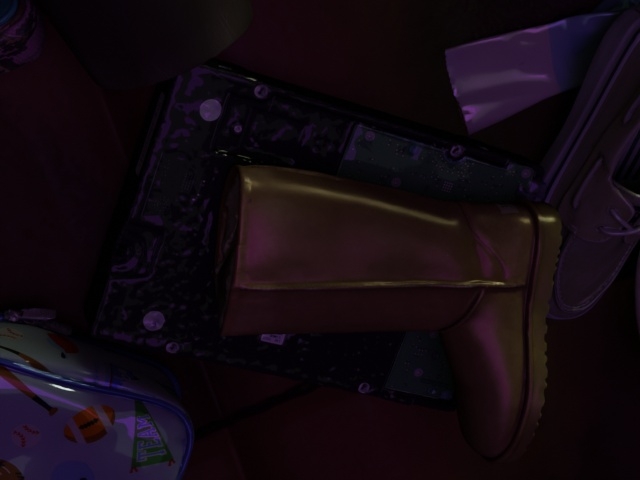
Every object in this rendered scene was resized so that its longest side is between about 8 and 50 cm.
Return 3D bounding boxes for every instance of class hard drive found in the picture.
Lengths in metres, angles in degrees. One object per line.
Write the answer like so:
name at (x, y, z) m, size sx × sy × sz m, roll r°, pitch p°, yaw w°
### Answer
hard drive at (0.000, 0.000, 1.027) m, size 0.339 × 0.064 × 0.237 m, roll 14°, pitch 105°, yaw -22°

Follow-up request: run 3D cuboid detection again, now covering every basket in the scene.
basket at (-0.144, -0.232, 0.846) m, size 0.204 × 0.154 × 0.227 m, roll -20°, pitch 120°, yaw 7°

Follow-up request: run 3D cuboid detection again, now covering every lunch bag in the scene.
lunch bag at (-0.251, 0.202, 0.995) m, size 0.243 × 0.115 × 0.303 m, roll 18°, pitch 104°, yaw -21°

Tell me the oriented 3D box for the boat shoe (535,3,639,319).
boat shoe at (0.248, -0.050, 1.054) m, size 0.109 × 0.094 × 0.302 m, roll 3°, pitch 120°, yaw -19°

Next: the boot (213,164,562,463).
boot at (0.047, 0.064, 0.988) m, size 0.270 × 0.089 × 0.236 m, roll 3°, pitch 96°, yaw -20°

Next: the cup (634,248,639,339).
cup at (0.485, 0.050, 1.096) m, size 0.237 × 0.331 × 0.331 m, roll 1°, pitch 112°, yaw -46°

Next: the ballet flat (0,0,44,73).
ballet flat at (-0.300, -0.111, 0.888) m, size 0.221 × 0.077 × 0.079 m, roll -25°, pitch 142°, yaw -8°

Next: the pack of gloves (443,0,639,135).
pack of gloves at (0.206, -0.212, 1.026) m, size 0.232 × 0.046 × 0.195 m, roll -24°, pitch 116°, yaw -9°
